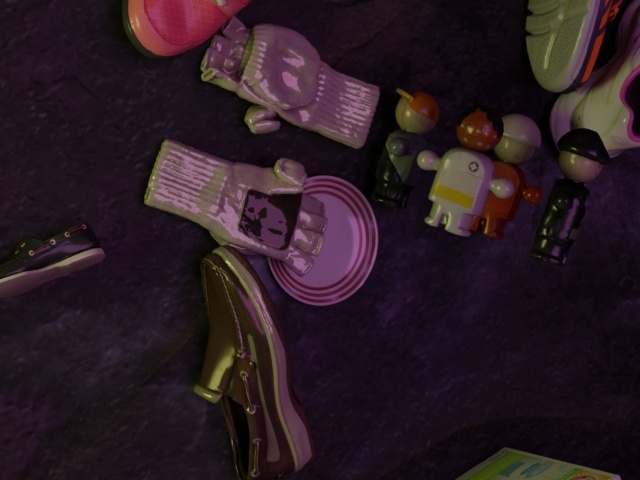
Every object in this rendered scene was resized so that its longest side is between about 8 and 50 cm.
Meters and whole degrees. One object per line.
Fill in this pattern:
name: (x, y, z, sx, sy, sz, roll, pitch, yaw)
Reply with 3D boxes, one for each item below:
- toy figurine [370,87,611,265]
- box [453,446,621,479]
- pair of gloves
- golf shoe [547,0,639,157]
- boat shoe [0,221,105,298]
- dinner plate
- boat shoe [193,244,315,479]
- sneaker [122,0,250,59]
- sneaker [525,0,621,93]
toy figurine: (0.180, -0.078, 1.645, 0.210, 0.213, 0.148, 16, 96, -26)
box: (0.245, 0.315, 1.706, 0.114, 0.203, 0.103, -28, 106, -27)
pair of gloves: (-0.053, -0.103, 1.591, 0.204, 0.042, 0.240, 29, 76, -22)
golf shoe: (0.403, -0.207, 1.816, 0.115, 0.140, 0.306, 46, 69, -23)
boat shoe: (-0.277, 0.021, 1.476, 0.133, 0.049, 0.042, -22, 76, -21)
dinner plate: (0.000, 0.000, 1.654, 0.141, 0.017, 0.141, -1, 92, -31)
boat shoe: (-0.084, 0.136, 1.568, 0.095, 0.095, 0.257, -24, 105, -22)
sneaker: (-0.072, -0.303, 1.527, 0.314, 0.136, 0.116, -45, 112, -21)
sneaker: (0.355, -0.313, 1.789, 0.180, 0.125, 0.321, 15, 85, -30)
